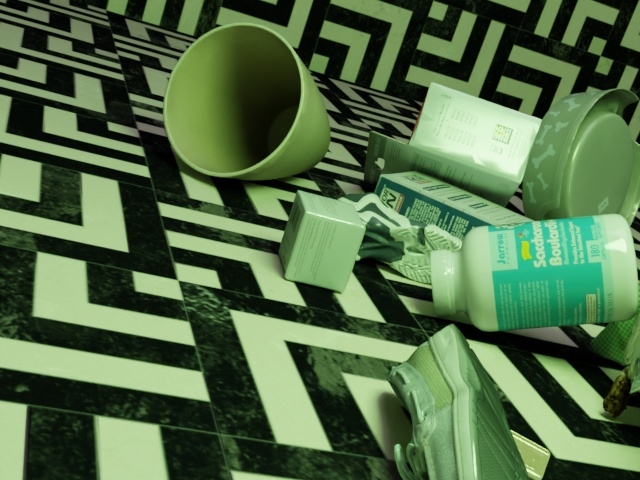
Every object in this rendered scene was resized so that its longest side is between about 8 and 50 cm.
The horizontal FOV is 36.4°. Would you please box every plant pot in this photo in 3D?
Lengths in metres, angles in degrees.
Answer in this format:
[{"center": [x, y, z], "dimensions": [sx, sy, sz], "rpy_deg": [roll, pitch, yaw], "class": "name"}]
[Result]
[{"center": [-0.090, -0.208, 1.688], "dimensions": [0.256, 0.256, 0.274], "rpy_deg": [27, 3, 25], "class": "plant pot"}]

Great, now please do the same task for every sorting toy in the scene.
[{"center": [0.195, 0.217, 1.012], "dimensions": [0.083, 0.012, 0.062], "rpy_deg": [27, 23, 14], "class": "sorting toy"}]

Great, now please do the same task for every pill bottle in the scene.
[{"center": [0.284, 0.047, 1.318], "dimensions": [0.264, 0.146, 0.146], "rpy_deg": [-6, 14, 10], "class": "pill bottle"}]

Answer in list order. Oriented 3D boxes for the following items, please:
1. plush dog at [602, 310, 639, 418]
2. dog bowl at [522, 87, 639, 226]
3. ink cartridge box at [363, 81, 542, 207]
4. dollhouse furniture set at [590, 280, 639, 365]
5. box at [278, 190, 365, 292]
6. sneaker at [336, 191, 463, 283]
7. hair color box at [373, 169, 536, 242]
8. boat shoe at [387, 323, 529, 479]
[{"center": [0.489, 0.169, 1.178], "dimensions": [0.225, 0.210, 0.262], "rpy_deg": [28, 4, 4], "class": "plush dog"}, {"center": [0.524, -0.133, 1.927], "dimensions": [0.102, 0.348, 0.349], "rpy_deg": [18, 12, 42], "class": "dog bowl"}, {"center": [0.229, -0.157, 1.786], "dimensions": [0.272, 0.130, 0.309], "rpy_deg": [20, -13, 4], "class": "ink cartridge box"}, {"center": [0.570, 0.143, 1.363], "dimensions": [0.302, 0.197, 0.151], "rpy_deg": [11, 29, -25], "class": "dollhouse furniture set"}, {"center": [0.000, 0.000, 1.322], "dimensions": [0.087, 0.102, 0.101], "rpy_deg": [13, 17, -13], "class": "box"}, {"center": [0.109, -0.016, 1.500], "dimensions": [0.235, 0.094, 0.153], "rpy_deg": [7, 27, -7], "class": "sneaker"}, {"center": [0.263, -0.002, 1.602], "dimensions": [0.347, 0.105, 0.174], "rpy_deg": [26, 16, 21], "class": "hair color box"}, {"center": [0.118, 0.184, 0.904], "dimensions": [0.118, 0.103, 0.320], "rpy_deg": [56, 12, -18], "class": "boat shoe"}]
